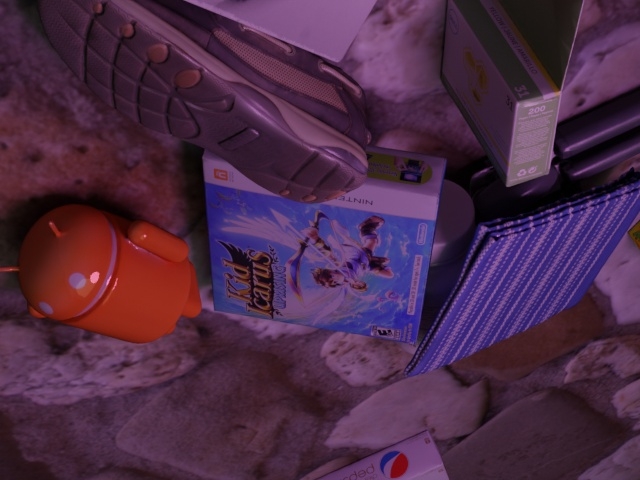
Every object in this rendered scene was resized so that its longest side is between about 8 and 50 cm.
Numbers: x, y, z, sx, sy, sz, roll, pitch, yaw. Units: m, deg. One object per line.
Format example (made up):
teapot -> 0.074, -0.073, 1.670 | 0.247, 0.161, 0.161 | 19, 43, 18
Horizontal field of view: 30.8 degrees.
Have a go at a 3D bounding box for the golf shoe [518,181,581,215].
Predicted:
golf shoe -> 0.304, -0.021, 1.516 | 0.094, 0.077, 0.198 | -28, 149, -34

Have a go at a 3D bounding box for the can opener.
can opener -> 0.312, -0.094, 1.384 | 0.284, 0.095, 0.076 | -25, 123, 1

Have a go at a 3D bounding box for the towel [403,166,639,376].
towel -> 0.256, 0.034, 1.411 | 0.336, 0.040, 0.243 | -17, 143, -40

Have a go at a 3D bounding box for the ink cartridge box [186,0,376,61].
ink cartridge box -> -0.041, -0.304, 0.905 | 0.296, 0.066, 0.261 | 15, 114, -40

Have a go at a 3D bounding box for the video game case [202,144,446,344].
video game case -> 0.000, 0.000, 1.270 | 0.244, 0.061, 0.269 | 10, 141, 7

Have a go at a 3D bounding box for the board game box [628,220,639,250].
board game box -> 0.531, 0.021, 1.662 | 0.181, 0.092, 0.043 | 10, 132, -38

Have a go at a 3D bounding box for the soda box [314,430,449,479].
soda box -> 0.097, 0.395, 1.904 | 0.216, 0.069, 0.074 | -24, 144, -1

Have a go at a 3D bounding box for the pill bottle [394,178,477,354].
pill bottle -> 0.137, 0.033, 1.423 | 0.131, 0.131, 0.229 | -19, 143, -8

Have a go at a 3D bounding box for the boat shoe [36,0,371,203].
boat shoe -> -0.096, -0.162, 1.058 | 0.132, 0.130, 0.355 | -17, 140, 43

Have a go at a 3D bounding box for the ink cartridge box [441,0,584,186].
ink cartridge box -> 0.180, -0.192, 1.133 | 0.056, 0.171, 0.235 | -17, 143, -10

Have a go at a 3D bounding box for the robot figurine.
robot figurine -> -0.227, 0.037, 1.228 | 0.219, 0.158, 0.128 | 25, 80, -46
